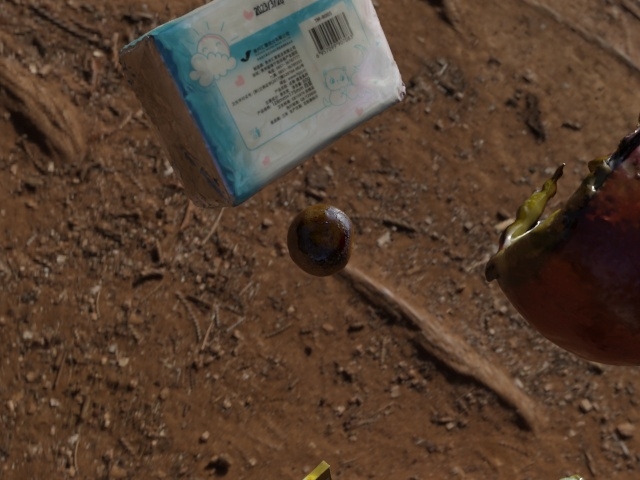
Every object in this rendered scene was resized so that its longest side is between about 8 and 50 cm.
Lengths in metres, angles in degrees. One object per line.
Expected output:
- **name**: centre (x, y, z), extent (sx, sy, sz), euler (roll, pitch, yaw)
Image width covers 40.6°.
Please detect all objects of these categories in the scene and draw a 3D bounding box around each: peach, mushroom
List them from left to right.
- **mushroom**: centre (0.000, 0.000, 1.491), extent (0.127, 0.087, 0.127), euler (0, 78, -1)
- **peach**: centre (0.428, -0.010, 1.186), extent (0.416, 0.339, 0.353), euler (0, 58, -22)

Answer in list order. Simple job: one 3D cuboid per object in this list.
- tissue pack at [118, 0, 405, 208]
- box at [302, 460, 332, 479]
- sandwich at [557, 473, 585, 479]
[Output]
- **tissue pack**: centre (-0.057, -0.180, 0.939), extent (0.271, 0.124, 0.201), euler (-35, 112, -27)
- **box**: centre (-0.010, 0.511, 1.717), extent (0.022, 0.156, 0.089), euler (31, 58, 34)
- **sandwich**: centre (0.203, 0.337, 0.738), extent (0.122, 0.128, 0.236), euler (3, 54, -45)
